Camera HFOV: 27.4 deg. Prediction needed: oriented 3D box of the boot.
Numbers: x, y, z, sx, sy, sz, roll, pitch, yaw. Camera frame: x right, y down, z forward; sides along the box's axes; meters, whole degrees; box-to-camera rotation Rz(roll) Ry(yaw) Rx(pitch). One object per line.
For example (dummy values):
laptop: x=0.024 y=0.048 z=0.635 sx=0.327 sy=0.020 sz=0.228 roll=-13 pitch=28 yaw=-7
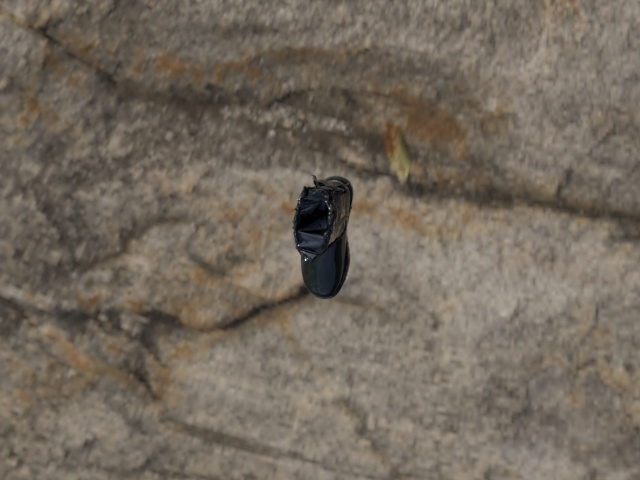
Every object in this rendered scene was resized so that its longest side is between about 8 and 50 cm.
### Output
boot: x=0.000 y=0.000 z=1.137 sx=0.045 sy=0.099 sz=0.121 roll=11 pitch=102 yaw=8
